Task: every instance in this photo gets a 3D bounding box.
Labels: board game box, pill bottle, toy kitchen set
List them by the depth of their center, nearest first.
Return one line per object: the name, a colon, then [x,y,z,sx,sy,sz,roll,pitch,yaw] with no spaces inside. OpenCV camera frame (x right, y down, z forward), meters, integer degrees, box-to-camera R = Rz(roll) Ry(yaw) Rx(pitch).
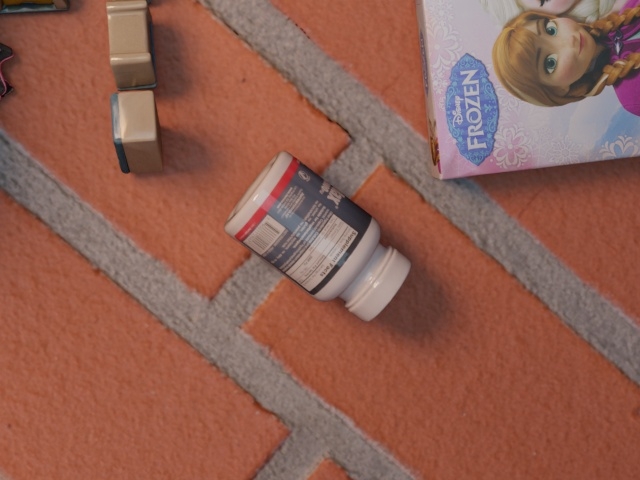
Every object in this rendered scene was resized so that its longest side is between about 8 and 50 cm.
toy kitchen set: [-0.252,-0.178,1.527,0.166,0.122,0.207,-4,77,-4]
pill bottle: [0.000,0.000,1.553,0.180,0.108,0.108,37,93,-8]
board game box: [0.259,-0.238,1.564,0.318,0.066,0.318,-8,97,-3]

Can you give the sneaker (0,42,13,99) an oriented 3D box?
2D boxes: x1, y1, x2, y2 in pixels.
sneaker: [-0.348,-0.152,1.543,0.057,0.047,0.119,13,97,-17]
